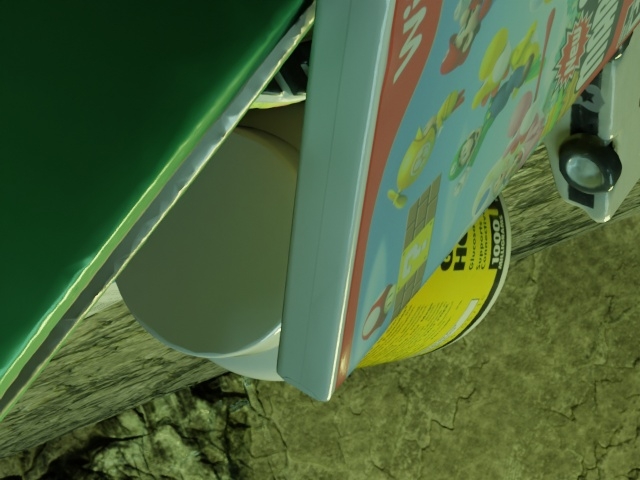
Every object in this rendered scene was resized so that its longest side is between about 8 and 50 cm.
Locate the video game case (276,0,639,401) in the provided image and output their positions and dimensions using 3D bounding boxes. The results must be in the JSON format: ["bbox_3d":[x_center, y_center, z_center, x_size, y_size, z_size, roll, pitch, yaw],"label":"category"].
[{"bbox_3d":[0.079,-0.097,0.552,0.285,0.025,0.204,-47,157,-36],"label":"video game case"}]

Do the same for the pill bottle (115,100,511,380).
[{"bbox_3d":[0.000,0.000,1.063,0.188,0.188,0.334,-25,171,22],"label":"pill bottle"}]

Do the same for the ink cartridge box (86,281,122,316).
[{"bbox_3d":[-0.235,0.035,1.070,0.231,0.078,0.134,-26,169,23],"label":"ink cartridge box"}]

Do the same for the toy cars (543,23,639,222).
[{"bbox_3d":[0.101,-0.121,0.746,0.087,0.176,0.394,22,-177,26],"label":"toy cars"}]

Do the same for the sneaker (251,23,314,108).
[{"bbox_3d":[-0.012,-0.103,0.786,0.208,0.081,0.094,-15,171,-36],"label":"sneaker"}]

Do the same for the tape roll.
[{"bbox_3d":[-0.091,-0.028,0.547,0.321,0.077,0.321,-51,-176,5],"label":"tape roll"}]
